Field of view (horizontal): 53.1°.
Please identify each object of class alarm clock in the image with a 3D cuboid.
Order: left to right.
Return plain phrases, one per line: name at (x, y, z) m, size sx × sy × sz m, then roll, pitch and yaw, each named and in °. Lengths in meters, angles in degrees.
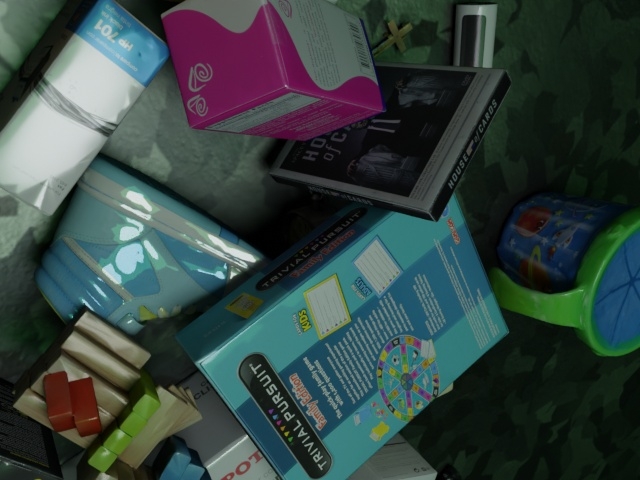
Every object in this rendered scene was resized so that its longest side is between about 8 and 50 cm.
alarm clock at (0.000, 0.000, 0.816) m, size 0.064 × 0.129 × 0.192 m, roll -18°, pitch 121°, yaw -23°

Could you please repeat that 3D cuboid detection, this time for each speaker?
speaker at (0.211, -0.255, 0.884) m, size 0.055 × 0.055 × 0.136 m, roll -13°, pitch 116°, yaw -26°

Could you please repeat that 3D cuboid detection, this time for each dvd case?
dvd case at (0.068, -0.123, 0.720) m, size 0.029 × 0.238 × 0.179 m, roll 44°, pitch 71°, yaw -46°

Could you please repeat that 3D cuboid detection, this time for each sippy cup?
sippy cup at (0.415, 0.029, 1.017) m, size 0.305 × 0.224 × 0.240 m, roll 21°, pitch 99°, yaw -35°

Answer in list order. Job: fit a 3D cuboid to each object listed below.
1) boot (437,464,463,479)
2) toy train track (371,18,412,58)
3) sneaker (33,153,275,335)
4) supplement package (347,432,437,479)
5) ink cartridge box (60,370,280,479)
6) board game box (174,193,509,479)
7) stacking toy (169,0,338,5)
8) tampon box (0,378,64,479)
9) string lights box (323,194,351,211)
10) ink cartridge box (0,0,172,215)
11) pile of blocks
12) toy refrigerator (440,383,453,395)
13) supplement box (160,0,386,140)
boot at (0.232, 0.492, 1.210) m, size 0.099 × 0.045 × 0.121 m, roll -37°, pitch 117°, yaw -16°
toy train track at (0.083, -0.256, 0.834) m, size 0.083 × 0.014 × 0.048 m, roll -39°, pitch 131°, yaw -4°
sneaker at (-0.175, 0.064, 0.748) m, size 0.319 × 0.127 × 0.208 m, roll 33°, pitch 89°, yaw -26°
supplement package at (0.071, 0.344, 0.970) m, size 0.105 × 0.179 × 0.105 m, roll 3°, pitch 108°, yaw -32°
ink cartridge box at (-0.138, 0.402, 0.882) m, size 0.279 × 0.160 × 0.385 m, roll -35°, pitch 123°, yaw -15°
board game box at (0.043, 0.107, 0.741) m, size 0.336 × 0.079 × 0.254 m, roll -37°, pitch 119°, yaw -16°
stacking toy at (-0.139, -0.321, 0.551) m, size 0.479 × 0.350 × 0.351 m, roll 24°, pitch 97°, yaw -53°
tampon box at (-0.363, 0.237, 0.682) m, size 0.120 × 0.161 × 0.101 m, roll -50°, pitch 126°, yaw -3°
string lights box at (0.075, 0.057, 0.883) m, size 0.076 × 0.133 × 0.260 m, roll -18°, pitch 118°, yaw -24°
ink cartridge box at (-0.243, -0.137, 0.612) m, size 0.082 × 0.139 × 0.191 m, roll 38°, pitch 88°, yaw -36°
pile of blocks at (-0.171, 0.245, 0.650) m, size 0.148 × 0.112 × 0.362 m, roll -27°, pitch 109°, yaw -15°
toy refrigerator at (0.062, 0.219, 0.963) m, size 0.269 × 0.102 × 0.094 m, roll -19°, pitch 118°, yaw -24°
supplement box at (-0.035, -0.172, 0.638) m, size 0.220 × 0.113 × 0.111 m, roll -9°, pitch 84°, yaw -63°
